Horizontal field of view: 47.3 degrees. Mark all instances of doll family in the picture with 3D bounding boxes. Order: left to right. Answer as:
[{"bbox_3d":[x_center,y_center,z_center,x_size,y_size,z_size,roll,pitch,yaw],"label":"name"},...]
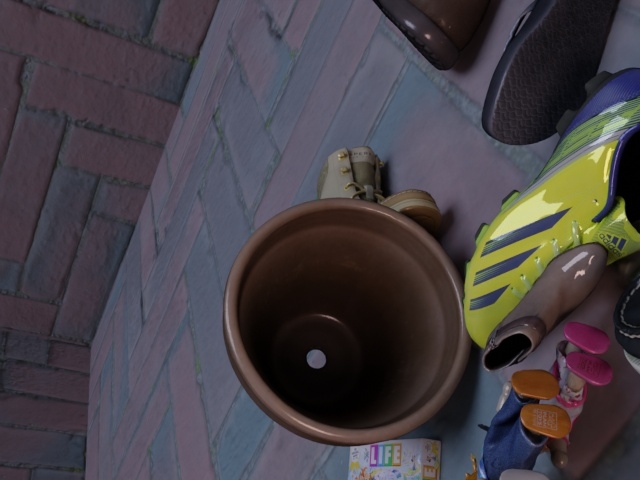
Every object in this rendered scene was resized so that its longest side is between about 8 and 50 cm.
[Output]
[{"bbox_3d":[0.143,0.186,0.544,0.263,0.118,0.163,-74,-8,-45],"label":"doll family"}]

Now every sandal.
[{"bbox_3d":[0.231,-0.206,0.713,0.254,0.097,0.054,-64,25,-1],"label":"sandal"}]

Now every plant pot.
[{"bbox_3d":[0.016,0.114,0.846,0.229,0.263,0.263,112,165,-66],"label":"plant pot"}]

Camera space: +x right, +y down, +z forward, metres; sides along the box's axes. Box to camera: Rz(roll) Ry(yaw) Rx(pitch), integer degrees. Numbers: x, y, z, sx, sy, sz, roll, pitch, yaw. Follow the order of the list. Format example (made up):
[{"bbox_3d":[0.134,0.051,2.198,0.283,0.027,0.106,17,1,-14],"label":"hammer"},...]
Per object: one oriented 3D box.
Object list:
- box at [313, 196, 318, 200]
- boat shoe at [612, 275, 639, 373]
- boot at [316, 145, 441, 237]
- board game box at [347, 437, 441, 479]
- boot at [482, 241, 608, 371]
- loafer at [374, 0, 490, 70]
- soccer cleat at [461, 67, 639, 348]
[{"bbox_3d":[0.000,0.000,1.150,0.105,0.043,0.179,-42,38,50],"label":"box"},{"bbox_3d":[0.265,-0.034,0.362,0.340,0.113,0.127,-41,15,50],"label":"boat shoe"},{"bbox_3d":[0.065,-0.051,0.979,0.262,0.095,0.203,132,146,-53],"label":"boot"},{"bbox_3d":[0.078,0.280,0.824,0.154,0.026,0.103,-31,48,58],"label":"board game box"},{"bbox_3d":[0.175,0.058,0.578,0.087,0.042,0.118,-34,-19,-50],"label":"boot"},{"bbox_3d":[0.133,-0.364,1.010,0.130,0.134,0.366,-41,44,14],"label":"loafer"},{"bbox_3d":[0.214,-0.005,0.620,0.289,0.093,0.121,-63,33,25],"label":"soccer cleat"}]
